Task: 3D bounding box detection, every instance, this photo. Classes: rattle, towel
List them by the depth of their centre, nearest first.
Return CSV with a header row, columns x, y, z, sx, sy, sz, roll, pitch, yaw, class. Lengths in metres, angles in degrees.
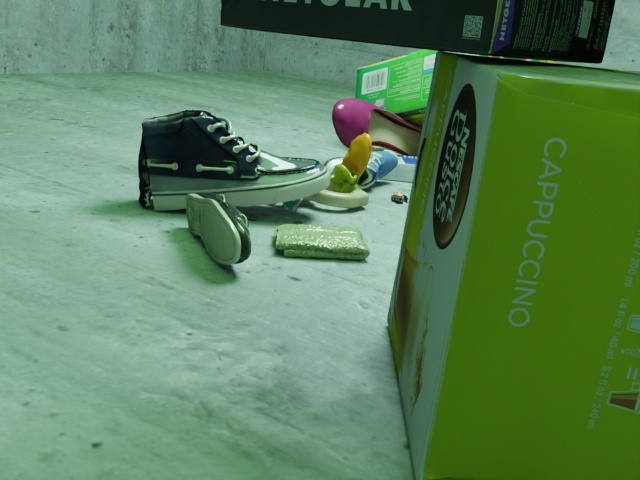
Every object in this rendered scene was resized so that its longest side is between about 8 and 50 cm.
x,y,z,sx,sy,sz,roll,pitch,yaw,class
0.000,0.000,1.103,0.148,0.027,0.110,4,19,-8,towel
0.003,-0.130,1.329,0.199,0.143,0.130,4,36,-27,rattle

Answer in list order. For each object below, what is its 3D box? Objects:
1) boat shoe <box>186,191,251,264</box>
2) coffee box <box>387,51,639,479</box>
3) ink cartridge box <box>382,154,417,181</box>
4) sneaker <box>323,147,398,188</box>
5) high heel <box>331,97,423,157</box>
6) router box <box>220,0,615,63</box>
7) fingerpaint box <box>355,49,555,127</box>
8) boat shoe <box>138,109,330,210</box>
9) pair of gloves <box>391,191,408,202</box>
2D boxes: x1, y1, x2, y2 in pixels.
x,y,z,sx,sy,sz,roll,pitch,yaw,class
-0.140,-0.026,1.040,0.079,0.084,0.233,-2,17,-23,boat shoe
0.264,0.014,0.662,0.338,0.338,0.334,7,18,0,coffee box
0.182,-0.175,1.661,0.207,0.046,0.097,5,19,-4,ink cartridge box
0.100,-0.147,1.520,0.211,0.080,0.081,-21,38,-37,sneaker
0.186,-0.266,1.704,0.181,0.127,0.377,9,1,36,high heel
0.093,-0.232,0.685,0.308,0.081,0.243,19,22,38,router box
0.371,-0.369,1.828,0.371,0.163,0.444,9,-6,-40,fingerpaint box
-0.153,-0.149,1.214,0.340,0.158,0.127,-7,21,-9,boat shoe
0.189,-0.087,1.459,0.083,0.010,0.074,7,19,2,pair of gloves
